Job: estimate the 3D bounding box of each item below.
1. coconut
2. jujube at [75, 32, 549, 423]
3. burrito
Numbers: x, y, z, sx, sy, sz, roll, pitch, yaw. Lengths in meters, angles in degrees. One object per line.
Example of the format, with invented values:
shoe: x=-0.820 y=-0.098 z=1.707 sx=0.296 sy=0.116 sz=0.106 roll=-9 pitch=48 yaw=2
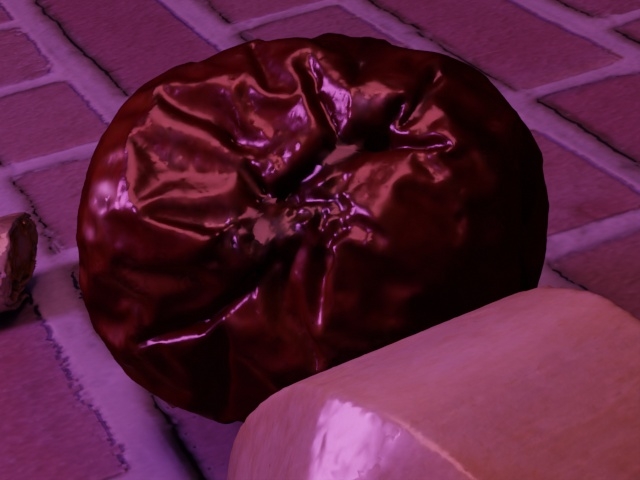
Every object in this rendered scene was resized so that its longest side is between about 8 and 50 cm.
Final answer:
coconut: x=0.058 y=0.129 z=0.705 sx=0.222 sy=0.202 sz=0.202 roll=-22 pitch=25 yaw=-32
jujube: x=0.000 y=0.000 z=1.020 sx=0.232 sy=0.213 sz=0.213 roll=3 pitch=26 yaw=15
burrito: x=-0.281 y=0.037 z=1.234 sx=0.226 sy=0.060 sz=0.087 roll=-16 pitch=19 yaw=-15
